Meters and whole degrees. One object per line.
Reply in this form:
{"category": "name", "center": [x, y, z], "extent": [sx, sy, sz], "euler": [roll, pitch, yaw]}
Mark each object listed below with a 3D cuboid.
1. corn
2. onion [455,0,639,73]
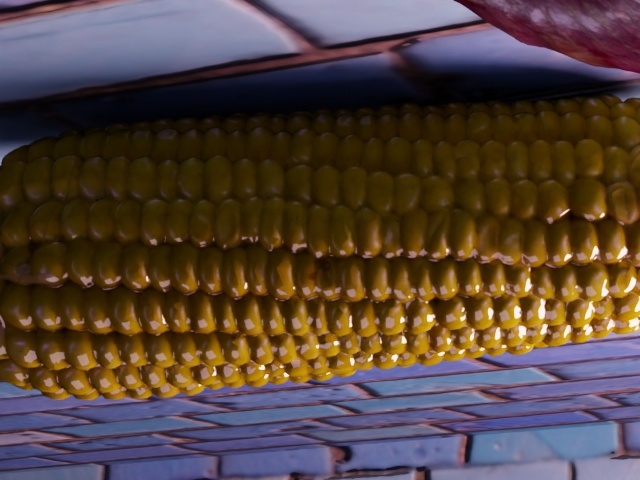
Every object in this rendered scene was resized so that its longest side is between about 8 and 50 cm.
{"category": "corn", "center": [0.000, 0.000, 0.979], "extent": [0.387, 0.144, 0.144], "euler": [-6, 167, 8]}
{"category": "onion", "center": [0.071, -0.118, 0.434], "extent": [0.177, 0.153, 0.177], "euler": [14, 176, 1]}
